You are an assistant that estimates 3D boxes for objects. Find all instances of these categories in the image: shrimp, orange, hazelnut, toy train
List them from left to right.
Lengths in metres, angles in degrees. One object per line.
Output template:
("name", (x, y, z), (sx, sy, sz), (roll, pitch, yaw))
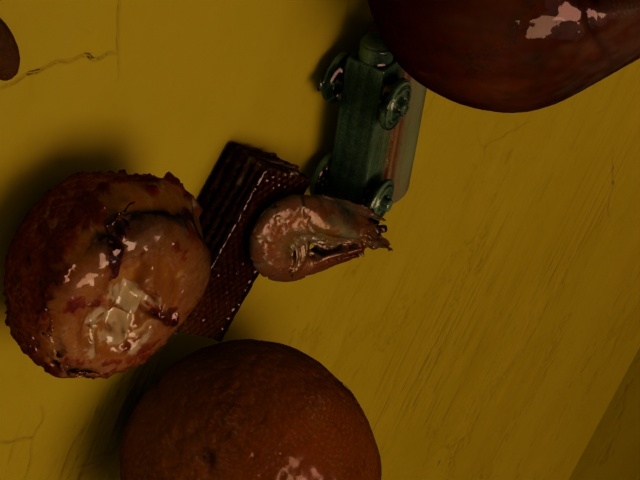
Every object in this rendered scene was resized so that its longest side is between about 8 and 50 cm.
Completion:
("orange", (-0.085, 0.291, 1.850), (0.322, 0.322, 0.357), (-54, 153, -2))
("shrimp", (-0.001, -0.001, 1.774), (0.217, 0.051, 0.115), (3, 123, -41))
("toy train", (0.076, -0.150, 1.851), (0.177, 0.116, 0.285), (-43, 150, -44))
("hazelnut", (0.247, -0.330, 1.674), (0.409, 0.359, 0.359), (-50, 158, -53))

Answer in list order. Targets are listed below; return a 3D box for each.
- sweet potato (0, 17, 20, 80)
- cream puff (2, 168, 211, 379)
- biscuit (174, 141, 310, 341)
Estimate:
("sweet potato", (-0.312, -0.235, 1.217), (0.108, 0.079, 0.346), (-52, 156, -32))
("cream puff", (-0.227, 0.028, 1.527), (0.240, 0.164, 0.240), (-23, 140, -21))
("biscuit", (-0.117, 0.007, 1.756), (0.106, 0.070, 0.252), (16, 107, -58))
